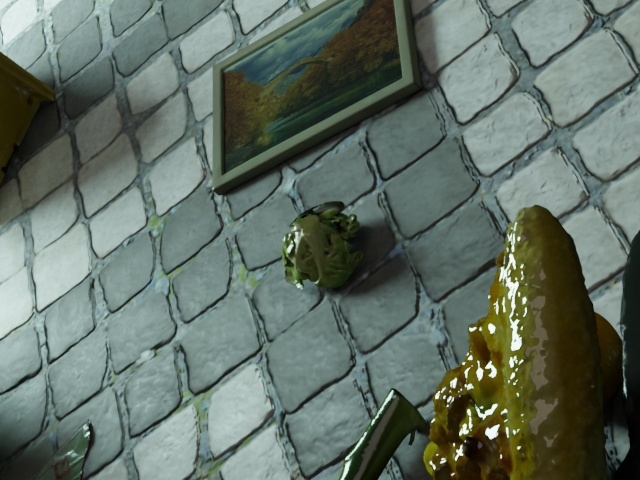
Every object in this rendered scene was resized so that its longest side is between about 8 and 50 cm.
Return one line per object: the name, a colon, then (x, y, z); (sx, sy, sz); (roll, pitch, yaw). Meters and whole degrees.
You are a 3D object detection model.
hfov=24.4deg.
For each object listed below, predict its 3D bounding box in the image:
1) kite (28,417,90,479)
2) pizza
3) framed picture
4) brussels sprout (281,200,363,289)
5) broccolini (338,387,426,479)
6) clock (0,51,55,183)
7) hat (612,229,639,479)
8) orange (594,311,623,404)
kite: (-0.240, 0.269, 1.387); (0.250, 0.012, 0.229); (-12, 54, 35)
pizza: (0.135, 0.155, 0.955); (0.257, 0.087, 0.268); (-103, 18, -47)
framed picture: (-0.011, -0.167, 1.506); (0.250, 0.016, 0.184); (-25, 47, 26)
brussels sprout: (0.000, 0.000, 1.341); (0.085, 0.058, 0.085); (-18, 38, 14)
broccolini: (-0.014, 0.295, 1.130); (0.392, 0.074, 0.079); (-58, 0, -12)
clock: (-0.501, -0.176, 1.731); (0.200, 0.317, 0.244); (3, 61, 36)
hat: (0.335, 0.041, 0.948); (0.381, 0.257, 0.366); (-48, -8, -47)
orange: (0.185, 0.089, 1.091); (0.083, 0.070, 0.083); (-25, 42, 24)
